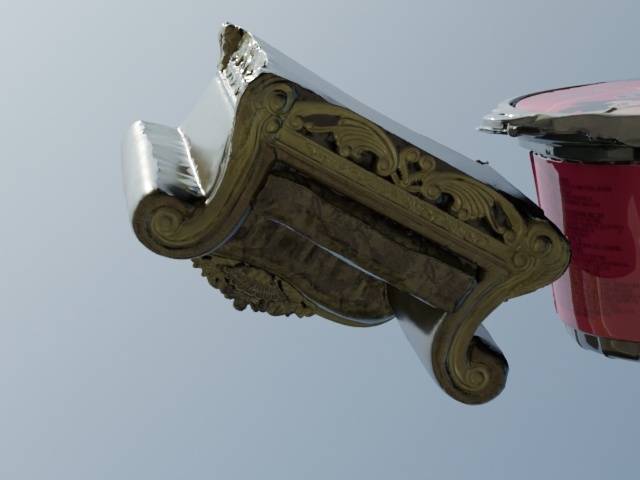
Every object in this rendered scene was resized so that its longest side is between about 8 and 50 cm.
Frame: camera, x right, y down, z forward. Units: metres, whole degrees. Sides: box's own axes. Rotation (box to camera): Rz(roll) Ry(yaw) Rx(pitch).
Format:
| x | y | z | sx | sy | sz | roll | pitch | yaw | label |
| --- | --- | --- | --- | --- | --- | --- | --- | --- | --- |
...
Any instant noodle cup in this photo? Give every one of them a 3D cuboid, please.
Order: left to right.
| x | y | z | sx | sy | sz | roll | pitch | yaw | label |
| --- | --- | --- | --- | --- | --- | --- | --- | --- | --- |
| 0.257 | -0.018 | 0.910 | 0.303 | 0.258 | 0.181 | -8 | -78 | -10 | instant noodle cup |

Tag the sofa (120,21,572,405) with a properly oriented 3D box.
| x | y | z | sx | sy | sz | roll | pitch | yaw | label |
| --- | --- | --- | --- | --- | --- | --- | --- | --- | --- |
| 0.000 | 0.000 | 0.817 | 0.258 | 0.200 | 0.182 | 27 | -80 | -18 | sofa |
